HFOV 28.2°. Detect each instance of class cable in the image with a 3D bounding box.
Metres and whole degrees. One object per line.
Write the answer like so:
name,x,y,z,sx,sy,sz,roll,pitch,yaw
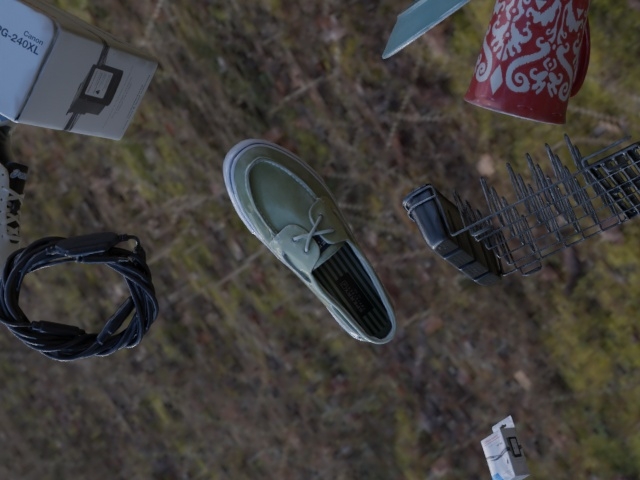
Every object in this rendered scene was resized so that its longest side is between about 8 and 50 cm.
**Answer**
cable,-0.282,0.067,1.459,0.047,0.184,0.151,-114,14,-66

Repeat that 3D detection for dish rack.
dish rack,0.248,-0.042,1.377,0.208,0.271,0.074,30,-142,-60

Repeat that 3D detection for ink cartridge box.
ink cartridge box,-0.180,-0.115,0.767,0.109,0.063,0.150,29,-173,12
ink cartridge box,0.242,0.279,1.685,0.048,0.028,0.083,-46,52,49

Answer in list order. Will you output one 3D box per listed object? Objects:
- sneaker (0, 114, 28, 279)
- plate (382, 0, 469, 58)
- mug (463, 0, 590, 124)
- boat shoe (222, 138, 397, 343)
sneaker,-0.410,-0.049,1.618,0.085,0.086,0.237,16,-118,-69
plate,0.120,-0.215,1.046,0.024,0.188,0.188,51,155,-8
mug,0.231,-0.221,1.359,0.113,0.150,0.169,16,104,15
boat shoe,0.000,0.000,1.532,0.302,0.109,0.094,49,173,-15
